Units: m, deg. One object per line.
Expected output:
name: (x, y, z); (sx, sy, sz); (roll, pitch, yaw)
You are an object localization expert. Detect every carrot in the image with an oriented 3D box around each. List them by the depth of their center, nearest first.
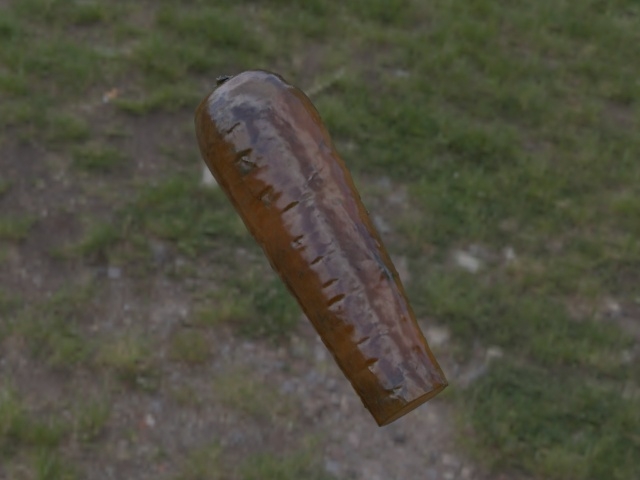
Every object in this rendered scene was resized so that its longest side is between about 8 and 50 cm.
carrot: (0.000, 0.000, 0.352); (0.032, 0.032, 0.093); (-23, 78, -40)
